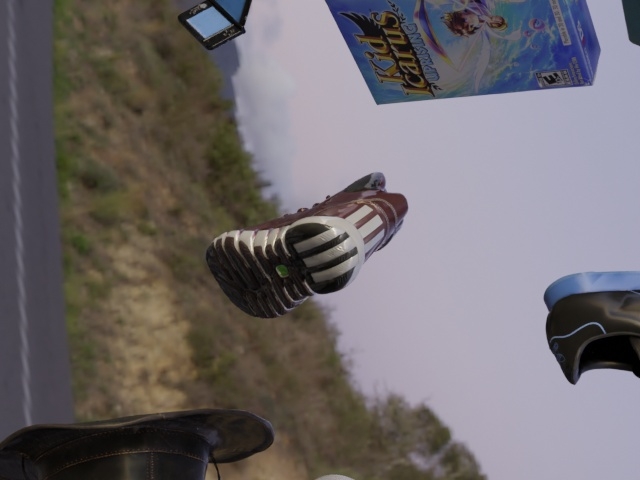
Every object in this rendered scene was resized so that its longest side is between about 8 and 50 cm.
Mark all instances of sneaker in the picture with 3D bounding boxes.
[{"bbox_3d":[0.306,0.067,0.972,0.081,0.232,0.090,66,17,-49],"label":"sneaker"},{"bbox_3d":[0.000,0.000,1.274,0.281,0.162,0.106,-10,-69,56],"label":"sneaker"}]

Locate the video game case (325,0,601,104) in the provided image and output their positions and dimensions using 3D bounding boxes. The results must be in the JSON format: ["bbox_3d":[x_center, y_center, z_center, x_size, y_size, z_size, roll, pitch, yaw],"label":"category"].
[{"bbox_3d":[0.124,-0.252,1.149,0.269,0.244,0.061,58,41,-44],"label":"video game case"}]

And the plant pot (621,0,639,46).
[{"bbox_3d":[0.387,-0.294,1.126,0.165,0.165,0.234,32,-8,36],"label":"plant pot"}]

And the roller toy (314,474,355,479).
[{"bbox_3d":[0.005,0.447,1.658,0.191,0.146,0.209,47,-46,22],"label":"roller toy"}]

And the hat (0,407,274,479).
[{"bbox_3d":[-0.194,0.266,1.171,0.331,0.331,0.134,96,-14,-70],"label":"hat"}]

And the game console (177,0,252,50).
[{"bbox_3d":[-0.175,-0.388,1.926,0.122,0.107,0.071,48,-18,40],"label":"game console"}]
